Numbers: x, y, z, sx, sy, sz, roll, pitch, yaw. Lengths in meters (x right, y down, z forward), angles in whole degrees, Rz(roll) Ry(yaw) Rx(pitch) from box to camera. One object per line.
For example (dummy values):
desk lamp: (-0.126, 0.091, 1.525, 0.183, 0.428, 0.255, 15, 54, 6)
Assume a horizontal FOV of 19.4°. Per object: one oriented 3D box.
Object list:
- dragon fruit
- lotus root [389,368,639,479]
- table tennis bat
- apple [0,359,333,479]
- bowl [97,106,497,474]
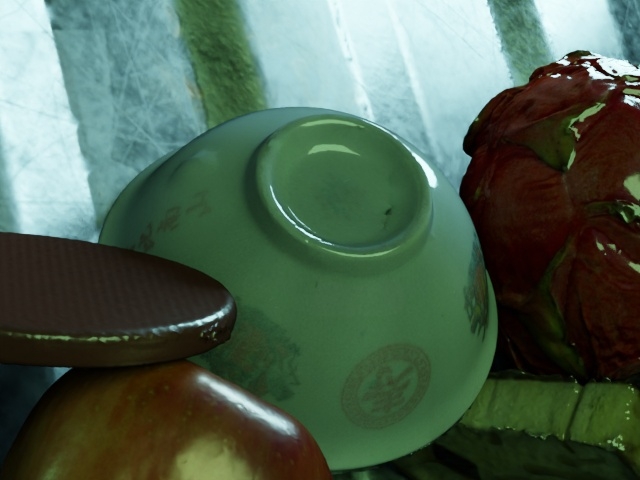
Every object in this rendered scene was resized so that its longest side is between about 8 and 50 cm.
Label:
dragon fruit: (0.250, -0.008, 1.693, 0.277, 0.277, 0.343, 13, 54, -32)
lotus root: (0.166, 0.179, 1.585, 0.170, 0.260, 0.074, 60, 36, -41)
table tennis bat: (-0.263, 0.030, 1.314, 0.414, 0.268, 0.051, 5, 103, -12)
apple: (-0.118, 0.213, 1.298, 0.242, 0.242, 0.241, 34, 59, -18)
bowl: (0.000, 0.000, 1.498, 0.345, 0.157, 0.346, 8, 52, -11)
